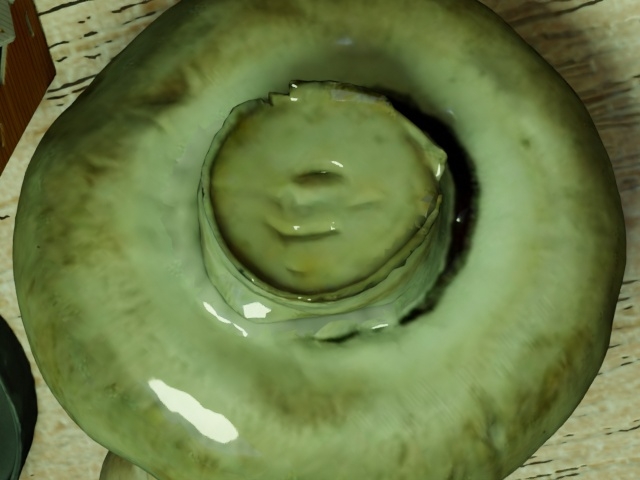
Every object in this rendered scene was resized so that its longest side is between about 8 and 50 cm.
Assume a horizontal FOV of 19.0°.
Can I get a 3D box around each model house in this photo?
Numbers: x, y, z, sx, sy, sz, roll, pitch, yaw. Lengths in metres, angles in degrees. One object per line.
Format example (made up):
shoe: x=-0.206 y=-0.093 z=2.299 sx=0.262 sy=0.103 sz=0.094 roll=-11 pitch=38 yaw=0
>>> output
model house: x=-0.236 y=-0.098 z=1.160 sx=0.136 sy=0.219 sz=0.207 roll=28 pitch=126 yaw=-12

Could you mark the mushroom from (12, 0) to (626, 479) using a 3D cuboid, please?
mushroom: x=0.000 y=0.000 z=1.099 sx=0.352 sy=0.352 sz=0.260 roll=19 pitch=162 yaw=1

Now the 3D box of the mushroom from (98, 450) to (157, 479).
mushroom: x=-0.033 y=0.171 z=1.302 sx=0.255 sy=0.255 sz=0.184 roll=-1 pitch=80 yaw=15

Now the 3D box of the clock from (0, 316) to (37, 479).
clock: x=-0.346 y=0.114 z=1.423 sx=0.281 sy=0.055 sz=0.280 roll=7 pitch=125 yaw=10
